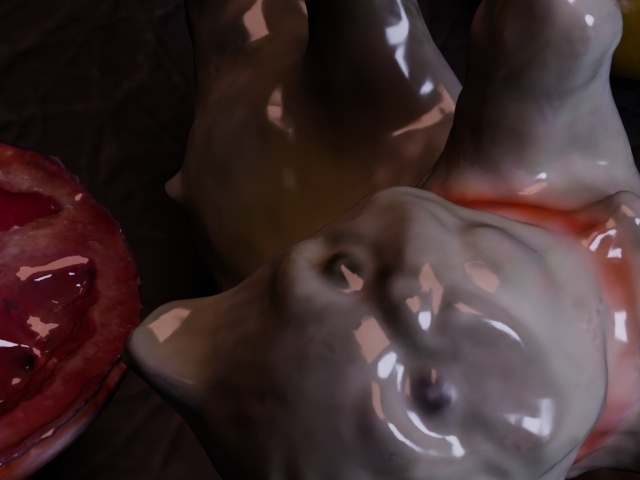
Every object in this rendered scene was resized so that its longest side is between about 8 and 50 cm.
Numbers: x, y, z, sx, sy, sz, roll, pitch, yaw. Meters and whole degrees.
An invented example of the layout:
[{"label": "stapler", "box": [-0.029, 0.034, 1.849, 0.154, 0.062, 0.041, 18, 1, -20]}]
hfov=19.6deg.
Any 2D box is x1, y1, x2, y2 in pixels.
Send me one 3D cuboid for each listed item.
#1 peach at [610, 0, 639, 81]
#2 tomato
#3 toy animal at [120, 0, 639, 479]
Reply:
[{"label": "peach", "box": [0.191, -0.185, 0.882, 0.251, 0.153, 0.251, -4, 61, 7]}, {"label": "tomato", "box": [-0.147, 0.050, 0.656, 0.173, 0.099, 0.189, -14, 44, -16]}, {"label": "toy animal", "box": [0.000, 0.000, 0.651, 0.188, 0.266, 0.308, -38, 76, -14]}]
